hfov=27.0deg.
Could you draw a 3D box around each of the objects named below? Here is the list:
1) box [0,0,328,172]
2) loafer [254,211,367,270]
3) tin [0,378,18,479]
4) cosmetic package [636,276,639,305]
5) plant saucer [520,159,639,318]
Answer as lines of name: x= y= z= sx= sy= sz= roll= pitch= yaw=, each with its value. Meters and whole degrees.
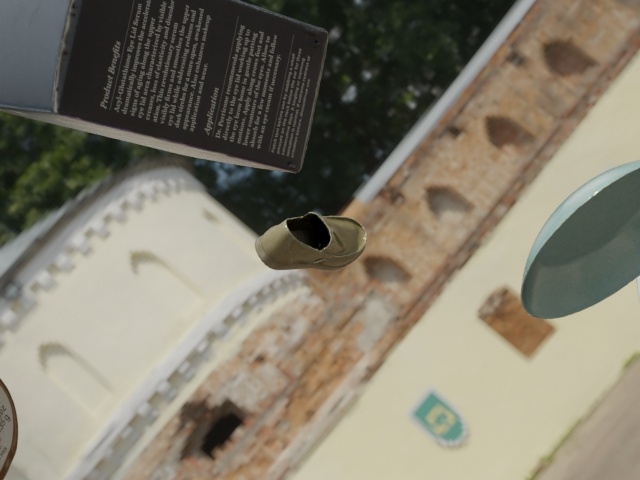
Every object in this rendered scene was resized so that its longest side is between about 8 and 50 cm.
box: x=-0.125 y=-0.124 z=0.940 sx=0.207 sy=0.153 sz=0.108 roll=11 pitch=-89 yaw=-38
loafer: x=0.000 y=0.000 z=1.383 sx=0.148 sy=0.056 sz=0.050 roll=-12 pitch=-23 yaw=-45
tin: x=-0.274 y=0.108 z=0.921 sx=0.189 sy=0.040 sz=0.106 roll=62 pitch=-148 yaw=-37
cosmetic package: x=0.519 y=0.138 z=1.574 sx=0.161 sy=0.230 sz=0.453 roll=-49 pitch=8 yaw=23
plant saucer: x=0.243 y=-0.011 z=1.149 sx=0.195 sy=0.037 sz=0.195 roll=-25 pitch=-33 yaw=-18
